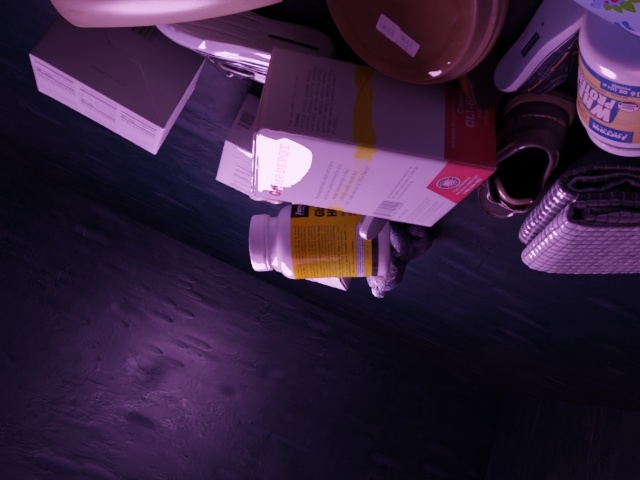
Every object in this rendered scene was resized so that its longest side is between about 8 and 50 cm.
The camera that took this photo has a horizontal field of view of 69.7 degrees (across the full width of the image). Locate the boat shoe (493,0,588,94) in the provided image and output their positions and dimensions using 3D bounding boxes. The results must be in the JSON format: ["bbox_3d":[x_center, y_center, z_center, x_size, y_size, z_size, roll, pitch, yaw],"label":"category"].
[{"bbox_3d":[0.320,-0.270,0.610,0.083,0.065,0.183,-2,154,-24],"label":"boat shoe"}]

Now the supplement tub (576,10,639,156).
[{"bbox_3d":[0.390,-0.201,0.551,0.144,0.145,0.199,10,166,31],"label":"supplement tub"}]

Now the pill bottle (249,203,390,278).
[{"bbox_3d":[0.000,0.000,1.145,0.333,0.188,0.188,-2,158,2],"label":"pill bottle"}]

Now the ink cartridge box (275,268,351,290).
[{"bbox_3d":[-0.011,0.027,1.512,0.272,0.199,0.115,15,159,23],"label":"ink cartridge box"}]

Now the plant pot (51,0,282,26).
[{"bbox_3d":[-0.179,-0.394,0.591,0.273,0.257,0.256,7,161,-4],"label":"plant pot"}]

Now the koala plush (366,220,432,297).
[{"bbox_3d":[0.198,0.048,1.307,0.203,0.221,0.196,20,160,7],"label":"koala plush"}]

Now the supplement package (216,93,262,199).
[{"bbox_3d":[-0.161,-0.218,1.130,0.133,0.139,0.244,25,160,-11],"label":"supplement package"}]

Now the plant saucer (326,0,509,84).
[{"bbox_3d":[0.104,-0.322,0.597,0.277,0.041,0.278,34,155,18],"label":"plant saucer"}]

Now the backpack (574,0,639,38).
[{"bbox_3d":[0.310,-0.267,0.321,0.355,0.274,0.290,15,-178,-7],"label":"backpack"}]

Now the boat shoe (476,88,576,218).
[{"bbox_3d":[0.346,-0.122,0.843,0.132,0.130,0.355,17,159,18],"label":"boat shoe"}]

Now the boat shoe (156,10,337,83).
[{"bbox_3d":[-0.139,-0.338,0.821,0.334,0.121,0.119,21,156,0],"label":"boat shoe"}]

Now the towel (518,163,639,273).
[{"bbox_3d":[0.516,-0.035,0.790,0.283,0.122,0.235,-1,158,5],"label":"towel"}]

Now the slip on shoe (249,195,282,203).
[{"bbox_3d":[-0.175,-0.150,1.473,0.135,0.051,0.041,17,121,38],"label":"slip on shoe"}]

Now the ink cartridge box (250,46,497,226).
[{"bbox_3d":[0.076,-0.169,0.843,0.384,0.161,0.279,9,162,-7],"label":"ink cartridge box"}]

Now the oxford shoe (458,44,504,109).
[{"bbox_3d":[0.210,-0.290,0.661,0.076,0.076,0.212,59,178,45],"label":"oxford shoe"}]

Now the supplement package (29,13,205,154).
[{"bbox_3d":[-0.412,-0.350,0.961,0.261,0.204,0.145,29,157,-18],"label":"supplement package"}]

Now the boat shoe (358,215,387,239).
[{"bbox_3d":[0.127,-0.089,1.041,0.070,0.219,0.078,19,142,21],"label":"boat shoe"}]
